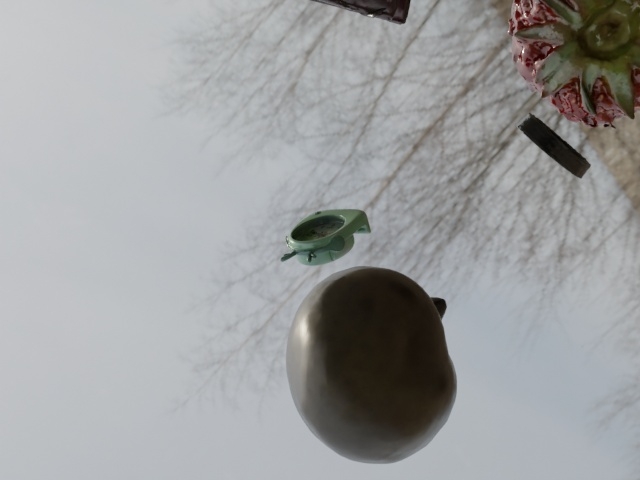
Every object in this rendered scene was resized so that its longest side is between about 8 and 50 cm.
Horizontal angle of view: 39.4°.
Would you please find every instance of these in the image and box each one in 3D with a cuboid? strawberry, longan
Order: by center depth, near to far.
[{"bbox_3d":[0.082,0.181,1.339,0.300,0.300,0.243,18,174,-43],"label":"longan"},{"bbox_3d":[0.420,-0.312,1.372,0.292,0.292,0.343,43,-168,3],"label":"strawberry"}]

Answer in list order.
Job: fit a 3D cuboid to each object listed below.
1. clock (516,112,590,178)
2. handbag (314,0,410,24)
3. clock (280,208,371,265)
[{"bbox_3d":[0.506,-0.206,1.934,0.185,0.040,0.184,35,-162,-13],"label":"clock"},{"bbox_3d":[0.027,-0.356,0.963,0.216,0.203,0.074,20,-163,19],"label":"handbag"},{"bbox_3d":[0.000,0.000,1.977,0.211,0.159,0.066,-41,-59,-43],"label":"clock"}]
